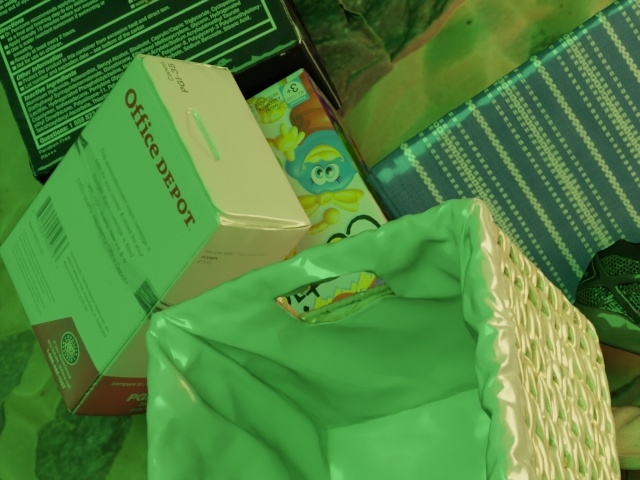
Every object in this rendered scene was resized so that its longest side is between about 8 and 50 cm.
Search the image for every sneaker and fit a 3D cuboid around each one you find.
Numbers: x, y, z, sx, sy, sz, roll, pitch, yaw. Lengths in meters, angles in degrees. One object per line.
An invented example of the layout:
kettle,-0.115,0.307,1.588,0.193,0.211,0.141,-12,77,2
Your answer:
sneaker,0.348,0.055,1.681,0.228,0.087,0.130,19,97,14

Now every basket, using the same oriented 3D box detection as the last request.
basket,0.062,0.198,1.506,0.328,0.266,0.331,-21,55,26

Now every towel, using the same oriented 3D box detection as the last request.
towel,0.241,-0.057,1.741,0.336,0.040,0.243,-34,97,2

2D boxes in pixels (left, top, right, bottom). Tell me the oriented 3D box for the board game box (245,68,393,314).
board game box,0.000,0.000,1.793,0.144,0.142,0.275,-30,67,5

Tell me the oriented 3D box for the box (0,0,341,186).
box,-0.177,-0.219,1.895,0.296,0.183,0.294,-26,67,5

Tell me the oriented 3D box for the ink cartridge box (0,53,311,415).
ink cartridge box,-0.159,-0.001,1.725,0.283,0.117,0.207,-49,54,33

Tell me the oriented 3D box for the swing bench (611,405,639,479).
swing bench,0.345,0.257,1.575,0.253,0.165,0.254,-2,73,27

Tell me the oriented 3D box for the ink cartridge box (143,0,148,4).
ink cartridge box,-0.178,-0.346,1.784,0.062,0.109,0.209,-18,67,9
